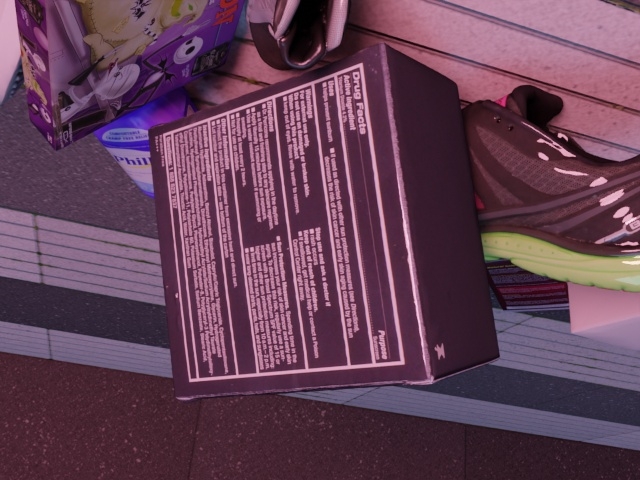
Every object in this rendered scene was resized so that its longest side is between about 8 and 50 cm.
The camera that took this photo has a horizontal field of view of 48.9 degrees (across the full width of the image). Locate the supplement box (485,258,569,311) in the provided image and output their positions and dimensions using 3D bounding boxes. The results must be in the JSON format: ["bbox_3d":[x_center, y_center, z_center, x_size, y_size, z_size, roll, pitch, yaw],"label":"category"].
[{"bbox_3d":[0.342,0.045,1.148,0.130,0.073,0.239,-5,155,22],"label":"supplement box"}]

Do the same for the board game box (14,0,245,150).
[{"bbox_3d":[-0.133,-0.212,0.548,0.056,0.208,0.347,47,153,4],"label":"board game box"}]

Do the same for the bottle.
[{"bbox_3d":[-0.205,-0.144,0.818,0.118,0.092,0.283,-2,155,10],"label":"bottle"}]

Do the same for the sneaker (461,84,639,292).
[{"bbox_3d":[0.190,-0.079,0.816,0.483,0.202,0.185,10,-168,27],"label":"sneaker"}]

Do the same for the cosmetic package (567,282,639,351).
[{"bbox_3d":[0.496,0.005,0.876,0.155,0.197,0.365,17,156,-25],"label":"cosmetic package"}]

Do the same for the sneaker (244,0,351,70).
[{"bbox_3d":[-0.025,-0.191,0.622,0.086,0.132,0.228,10,155,-11],"label":"sneaker"}]

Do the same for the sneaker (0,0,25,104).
[{"bbox_3d":[-0.268,-0.256,0.561,0.150,0.135,0.366,31,142,-14],"label":"sneaker"}]

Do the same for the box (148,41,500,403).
[{"bbox_3d":[0.000,0.000,0.724,0.294,0.296,0.183,-11,173,34],"label":"box"}]
